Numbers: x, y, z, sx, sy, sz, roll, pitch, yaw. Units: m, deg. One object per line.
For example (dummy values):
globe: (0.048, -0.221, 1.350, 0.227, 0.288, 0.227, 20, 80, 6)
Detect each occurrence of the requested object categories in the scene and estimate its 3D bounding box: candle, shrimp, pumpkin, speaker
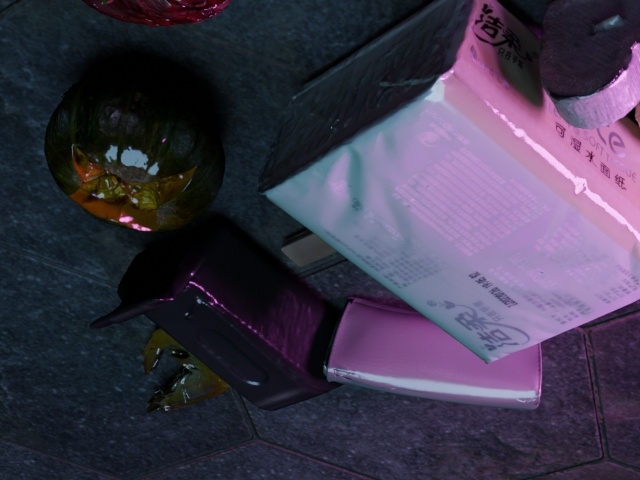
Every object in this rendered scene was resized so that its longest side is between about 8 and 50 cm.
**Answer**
candle: (0.308, -0.215, 1.745, 0.168, 0.192, 0.068, 41, 170, 49)
shrimp: (-0.217, 0.207, 2.499, 0.150, 0.068, 0.248, 35, 134, -5)
pumpkin: (-0.234, -0.116, 2.025, 0.238, 0.159, 0.238, 14, 149, 9)
speaker: (-0.126, 0.135, 2.277, 0.180, 0.184, 0.388, -23, 129, 38)

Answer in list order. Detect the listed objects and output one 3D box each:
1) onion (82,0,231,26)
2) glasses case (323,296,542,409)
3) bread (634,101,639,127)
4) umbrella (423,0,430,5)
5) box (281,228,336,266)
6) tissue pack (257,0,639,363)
onion: (-0.189, -0.328, 1.702, 0.252, 0.219, 0.252, 9, 137, 8)
glasses case: (0.165, 0.163, 2.280, 0.308, 0.128, 0.083, 8, 167, 8)
bread: (0.465, -0.120, 1.863, 0.125, 0.068, 0.188, -23, 129, 38)
umbrella: (0.099, -0.299, 1.806, 0.013, 0.022, 0.122, -31, 138, 12)
box: (0.000, 0.000, 2.198, 0.115, 0.025, 0.048, -25, 122, 39)
tissue pack: (0.189, -0.069, 1.905, 0.405, 0.205, 0.332, 36, 137, -26)
